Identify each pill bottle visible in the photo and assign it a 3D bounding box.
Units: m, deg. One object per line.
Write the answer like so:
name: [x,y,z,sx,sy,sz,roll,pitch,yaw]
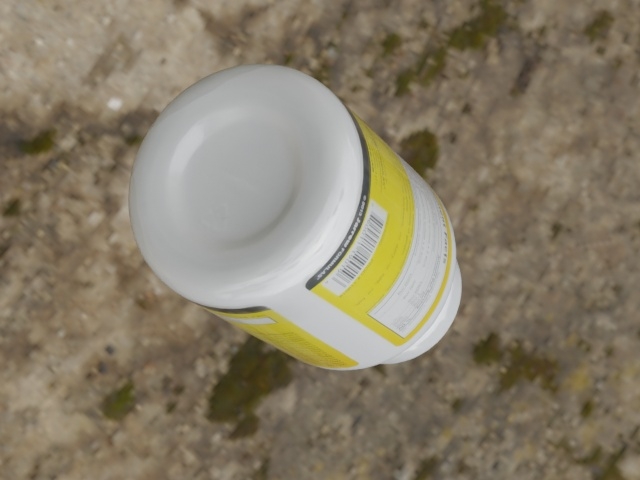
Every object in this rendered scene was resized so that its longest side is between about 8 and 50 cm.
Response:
pill bottle: [0.000,0.000,0.694,0.103,0.103,0.184,-55,152,-1]
